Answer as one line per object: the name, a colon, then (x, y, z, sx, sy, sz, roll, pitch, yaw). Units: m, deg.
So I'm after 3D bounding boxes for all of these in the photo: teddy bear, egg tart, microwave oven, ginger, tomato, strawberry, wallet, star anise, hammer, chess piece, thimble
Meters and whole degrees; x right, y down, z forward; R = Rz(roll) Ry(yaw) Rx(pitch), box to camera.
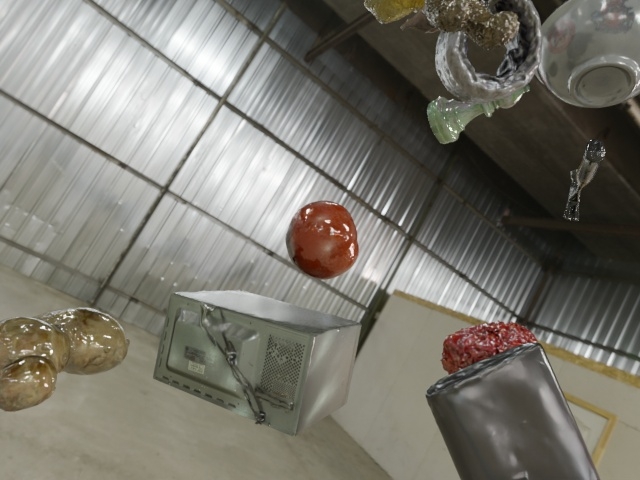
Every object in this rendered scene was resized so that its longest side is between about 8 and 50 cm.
teddy bear: (0.239, -0.433, 0.782, 0.182, 0.251, 0.129, 9, -20, -17)
egg tart: (0.263, -0.777, 1.471, 0.252, 0.098, 0.232, -1, 14, 32)
microwave oven: (-0.163, 0.292, 1.188, 0.432, 0.236, 0.374, 10, 0, 25)
ginger: (-0.569, 0.233, 0.930, 0.245, 0.155, 0.304, 21, 13, 10)
tomato: (0.000, 0.000, 1.186, 0.208, 0.184, 0.208, 161, -90, -82)
strawberry: (0.346, 0.252, 0.924, 0.202, 0.184, 0.187, 21, -33, 3)
wallet: (0.345, 0.395, 0.732, 0.062, 0.228, 0.406, 139, -69, -76)
star anise: (0.415, -0.694, 1.366, 0.292, 0.108, 0.349, -8, 10, -20)
hammer: (0.336, -0.077, 0.574, 0.021, 0.078, 0.201, 10, -4, 25)
chess piece: (0.456, -0.386, 1.285, 0.272, 0.139, 0.139, -18, -36, 34)
thimble: (0.381, -0.442, 1.021, 0.217, 0.245, 0.157, -6, 13, 2)

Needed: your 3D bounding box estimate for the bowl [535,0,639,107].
bowl: (0.713, -0.442, 1.132, 0.346, 0.157, 0.345, 15, -26, 7)
